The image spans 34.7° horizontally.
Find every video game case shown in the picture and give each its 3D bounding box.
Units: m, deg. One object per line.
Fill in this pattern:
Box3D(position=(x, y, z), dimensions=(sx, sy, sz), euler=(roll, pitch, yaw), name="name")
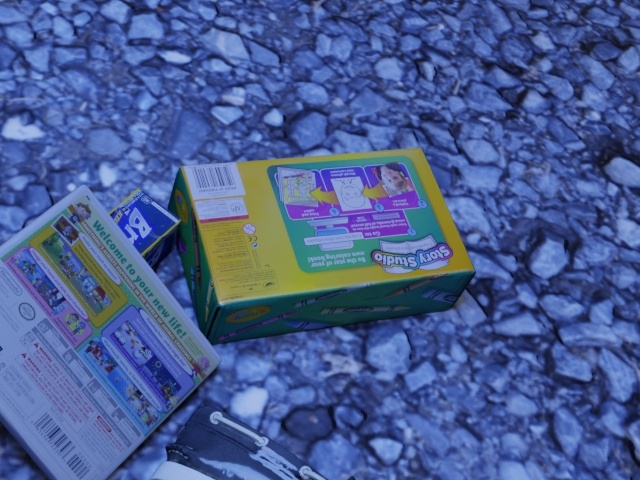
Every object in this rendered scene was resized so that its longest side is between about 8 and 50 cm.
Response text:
Box3D(position=(-0.213, 0.087, 0.900), dimensions=(0.212, 0.023, 0.193), euler=(54, 53, -11), name="video game case")

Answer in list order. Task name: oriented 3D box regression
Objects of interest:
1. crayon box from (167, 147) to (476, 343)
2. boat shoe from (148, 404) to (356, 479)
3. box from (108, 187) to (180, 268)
Box3D(position=(0.000, 0.000, 1.051), dimensions=(0.279, 0.081, 0.165), euler=(-6, 58, -22), name="crayon box")
Box3D(position=(0.007, 0.236, 0.864), dimensions=(0.303, 0.114, 0.091), euler=(28, 58, 2), name="boat shoe")
Box3D(position=(-0.211, 0.026, 0.982), dimensions=(0.059, 0.054, 0.169), euler=(37, 54, 9), name="box")
